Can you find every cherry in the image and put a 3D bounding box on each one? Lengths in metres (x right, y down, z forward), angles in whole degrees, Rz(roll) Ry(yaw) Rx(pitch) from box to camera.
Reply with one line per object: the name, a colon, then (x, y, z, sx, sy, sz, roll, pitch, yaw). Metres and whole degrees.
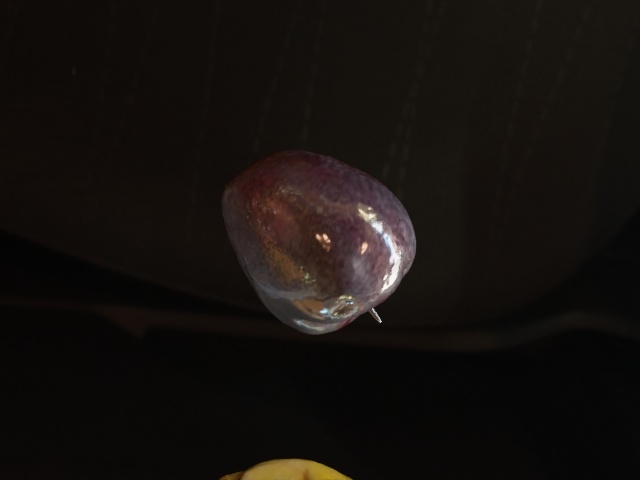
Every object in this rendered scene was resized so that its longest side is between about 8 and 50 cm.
cherry: (-0.002, -0.001, 1.132, 0.140, 0.176, 0.176, -39, 126, -19)

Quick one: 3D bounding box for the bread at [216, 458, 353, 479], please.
bread: (0.058, 0.205, 0.562, 0.132, 0.294, 0.167, -53, 132, -15)
